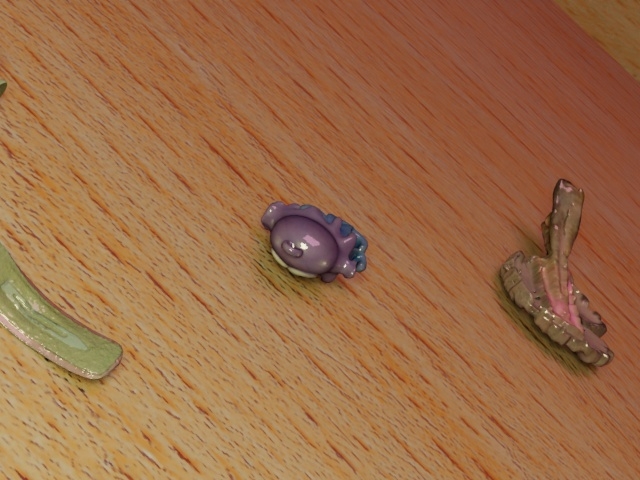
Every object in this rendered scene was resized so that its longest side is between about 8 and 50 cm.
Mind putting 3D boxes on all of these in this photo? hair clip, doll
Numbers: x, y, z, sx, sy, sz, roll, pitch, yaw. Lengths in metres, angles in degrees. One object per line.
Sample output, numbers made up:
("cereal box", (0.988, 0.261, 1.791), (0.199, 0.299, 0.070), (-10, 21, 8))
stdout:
("hair clip", (-0.206, 0.053, 0.862), (0.137, 0.022, 0.054), (40, 28, -4))
("doll", (0.000, 0.000, 1.169), (0.110, 0.067, 0.206), (32, 14, 13))
("hair clip", (0.303, 0.038, 1.492), (0.173, 0.069, 0.300), (33, 39, -14))

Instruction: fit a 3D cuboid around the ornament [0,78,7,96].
("ornament", (-0.312, -0.159, 1.014), (0.068, 0.041, 0.092), (-9, 63, -38))
